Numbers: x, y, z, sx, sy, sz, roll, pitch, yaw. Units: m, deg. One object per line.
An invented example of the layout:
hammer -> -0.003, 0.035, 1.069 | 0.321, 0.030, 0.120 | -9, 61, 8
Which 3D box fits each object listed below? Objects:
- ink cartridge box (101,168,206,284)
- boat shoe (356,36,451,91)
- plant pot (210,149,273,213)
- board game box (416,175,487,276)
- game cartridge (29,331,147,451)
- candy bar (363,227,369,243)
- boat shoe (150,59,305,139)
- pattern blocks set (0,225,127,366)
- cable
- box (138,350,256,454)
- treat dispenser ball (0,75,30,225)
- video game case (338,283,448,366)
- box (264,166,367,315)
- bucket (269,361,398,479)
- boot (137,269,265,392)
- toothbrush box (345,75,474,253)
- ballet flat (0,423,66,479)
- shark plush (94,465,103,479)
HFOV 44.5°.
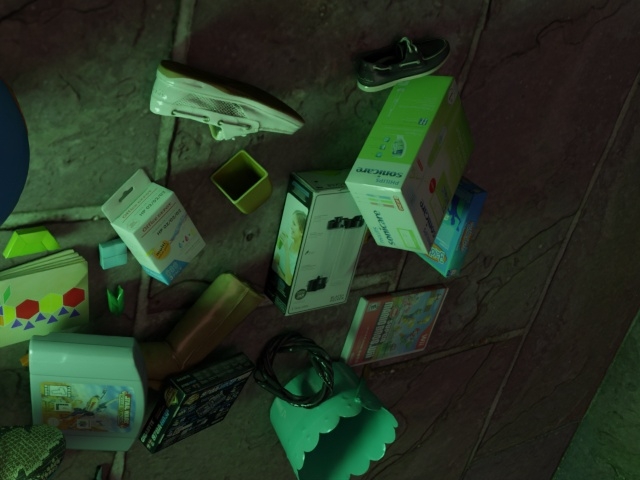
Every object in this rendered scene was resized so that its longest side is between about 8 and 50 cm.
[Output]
ink cartridge box -> -0.282, -0.022, 1.337 | 0.104, 0.061, 0.181 | -50, 142, -22
boat shoe -> 0.160, -0.345, 1.472 | 0.206, 0.075, 0.065 | -26, 138, -17
plant pot -> -0.133, -0.096, 1.414 | 0.081, 0.081, 0.083 | -42, 149, -7
board game box -> 0.269, -0.050, 1.730 | 0.047, 0.160, 0.210 | -10, 127, -36
game cartridge -> -0.410, 0.279, 1.394 | 0.198, 0.062, 0.297 | 8, 131, -8
candy bar -> 0.094, -0.051, 1.687 | 0.040, 0.018, 0.161 | -20, 132, -33
boat shoe -> -0.155, -0.213, 1.294 | 0.277, 0.098, 0.096 | 13, 113, -35
pattern blocks set -> -0.479, 0.101, 1.307 | 0.324, 0.026, 0.285 | -6, 125, -37
cable -> -0.047, 0.292, 1.748 | 0.151, 0.184, 0.047 | -59, -178, -4
box -> -0.249, 0.328, 1.600 | 0.220, 0.051, 0.175 | -14, 141, -54
treat dispenser ball -> -0.497, -0.111, 0.927 | 0.288, 0.288, 0.288 | -23, 133, -26
video game case -> 0.186, 0.213, 1.966 | 0.285, 0.025, 0.204 | -6, 124, -38
box -> 0.000, 0.000, 1.593 | 0.169, 0.087, 0.290 | -10, 127, -36
bucket -> 0.026, 0.437, 1.864 | 0.281, 0.183, 0.281 | -20, 136, -20
boot -> -0.259, 0.161, 1.503 | 0.269, 0.089, 0.236 | -47, 152, 0
toothbrush box -> 0.183, -0.151, 1.523 | 0.283, 0.122, 0.206 | -62, 145, -25
ballet flat -> -0.635, 0.408, 1.191 | 0.482, 0.164, 0.182 | -31, 134, -13
shark plush -> -0.465, 0.541, 1.666 | 0.067, 0.073, 0.161 | -33, 119, -45
